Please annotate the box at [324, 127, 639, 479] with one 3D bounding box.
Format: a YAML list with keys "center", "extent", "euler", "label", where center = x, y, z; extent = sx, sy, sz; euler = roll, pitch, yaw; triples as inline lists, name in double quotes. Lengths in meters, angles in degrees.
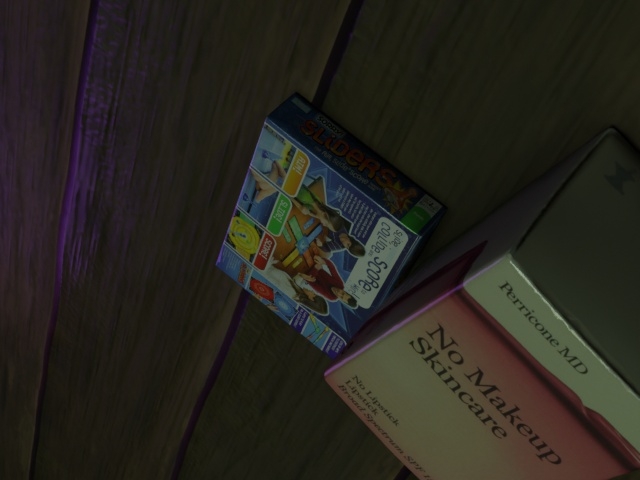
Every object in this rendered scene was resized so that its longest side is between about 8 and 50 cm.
- center: [0.132, 0.064, 0.746]
  extent: [0.148, 0.127, 0.232]
  euler: [46, 147, -1]
  label: "box"

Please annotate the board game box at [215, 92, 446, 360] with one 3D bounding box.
- center: [0.000, 0.000, 0.898]
  extent: [0.136, 0.035, 0.201]
  euler: [39, 146, 9]
  label: "board game box"
